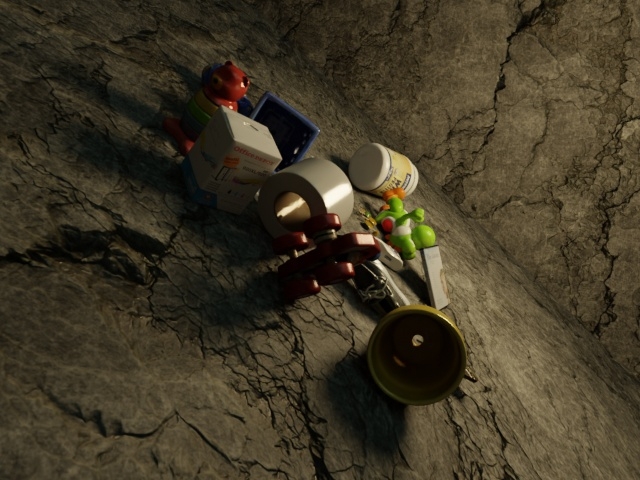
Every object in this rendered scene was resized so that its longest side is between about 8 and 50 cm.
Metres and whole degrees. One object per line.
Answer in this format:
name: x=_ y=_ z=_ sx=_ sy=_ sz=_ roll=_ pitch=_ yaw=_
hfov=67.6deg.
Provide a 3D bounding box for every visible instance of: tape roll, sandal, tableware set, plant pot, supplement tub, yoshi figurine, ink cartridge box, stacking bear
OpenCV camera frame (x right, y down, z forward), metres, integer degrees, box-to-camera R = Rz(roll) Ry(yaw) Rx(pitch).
tape roll: x=-0.043 y=-0.112 z=1.442 sx=0.246 sy=0.246 sz=0.169 roll=46 pitch=38 yaw=6
sandal: x=0.403 y=0.410 z=1.540 sx=0.219 sy=0.060 sz=0.090 roll=19 pitch=26 yaw=-13
tableware set: x=0.204 y=-0.079 z=2.038 sx=0.104 sy=0.024 sz=0.154 roll=22 pitch=31 yaw=-42
plant pot: x=0.269 y=0.297 z=1.331 sx=0.254 sy=0.254 sz=0.239 roll=47 pitch=10 yaw=9
supplement tub: x=0.313 y=-0.329 z=2.329 sx=0.316 sy=0.228 sz=0.228 roll=10 pitch=41 yaw=-47
yoshi figurine: x=0.384 y=-0.064 z=2.076 sx=0.203 sy=0.203 sz=0.362 roll=32 pitch=30 yaw=-35
ink cartridge box: x=-0.258 y=-0.226 z=1.371 sx=0.171 sy=0.232 sz=0.168 roll=16 pitch=36 yaw=-42
plant pot: x=-0.169 y=-0.390 z=1.747 sx=0.236 sy=0.236 sz=0.212 roll=32 pitch=13 yaw=-20
stacking bear: x=-0.333 y=-0.416 z=1.491 sx=0.175 sy=0.289 sz=0.164 roll=51 pitch=27 yaw=17

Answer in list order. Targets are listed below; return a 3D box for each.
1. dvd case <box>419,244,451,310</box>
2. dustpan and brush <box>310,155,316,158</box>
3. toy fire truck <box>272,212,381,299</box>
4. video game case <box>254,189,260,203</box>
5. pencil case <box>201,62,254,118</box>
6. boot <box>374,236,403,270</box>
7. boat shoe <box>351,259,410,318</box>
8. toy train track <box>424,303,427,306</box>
dvd case: x=0.461 y=0.146 z=1.912 sx=0.180 sy=0.022 sz=0.253 roll=-8 pitch=85 yaw=-57
dustpan and brush: x=0.026 y=-0.273 z=2.036 sx=0.211 sy=0.060 sz=0.147 roll=39 pitch=26 yaw=-8
toy fire truck: x=0.032 y=0.046 z=1.306 sx=0.254 sy=0.302 sz=0.169 roll=0 pitch=69 yaw=-48
video game case: x=-0.176 y=-0.170 z=1.643 sx=0.173 sy=0.022 sz=0.190 roll=7 pitch=43 yaw=-50
pencil case: x=-0.364 y=-0.573 z=1.868 sx=0.119 sy=0.133 sz=0.306 roll=1 pitch=46 yaw=-41
boot: x=0.243 y=0.039 z=1.872 sx=0.190 sy=0.069 sz=0.086 roll=42 pitch=18 yaw=-19
boat shoe: x=0.174 y=0.164 z=1.530 sx=0.306 sy=0.113 sz=0.105 roll=53 pitch=30 yaw=-14
toy train track: x=0.414 y=0.270 z=1.809 sx=0.083 sy=0.014 sz=0.048 roll=33 pitch=20 yaw=-31
